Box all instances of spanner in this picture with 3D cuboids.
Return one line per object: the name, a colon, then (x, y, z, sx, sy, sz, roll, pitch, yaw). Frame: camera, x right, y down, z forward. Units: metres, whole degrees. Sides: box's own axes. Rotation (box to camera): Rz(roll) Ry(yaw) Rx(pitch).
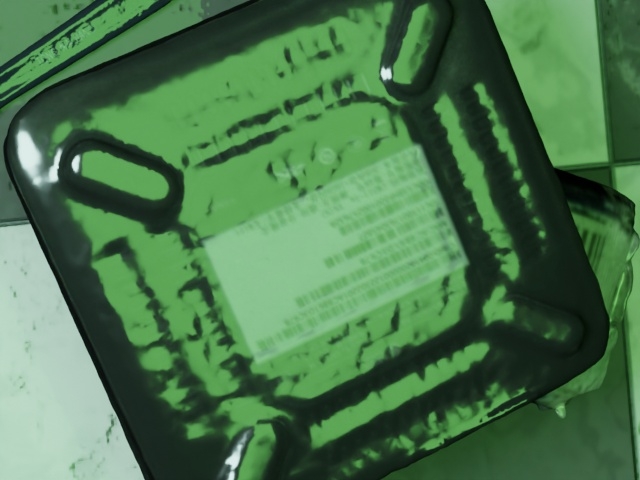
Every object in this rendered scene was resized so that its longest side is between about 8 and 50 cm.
spanner: (-0.173, -0.107, 0.941, 0.208, 0.012, 0.046, -37, 103, -16)

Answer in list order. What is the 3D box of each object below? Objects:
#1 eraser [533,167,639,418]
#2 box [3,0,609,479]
eraser: (0.036, -0.001, 0.970, 0.332, 0.101, 0.155, 17, 87, -18)
box: (0.000, 0.000, 0.866, 0.290, 0.073, 0.289, -24, 100, -12)
